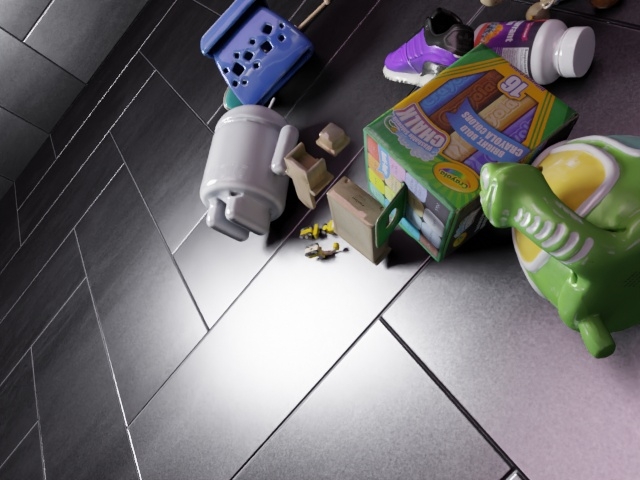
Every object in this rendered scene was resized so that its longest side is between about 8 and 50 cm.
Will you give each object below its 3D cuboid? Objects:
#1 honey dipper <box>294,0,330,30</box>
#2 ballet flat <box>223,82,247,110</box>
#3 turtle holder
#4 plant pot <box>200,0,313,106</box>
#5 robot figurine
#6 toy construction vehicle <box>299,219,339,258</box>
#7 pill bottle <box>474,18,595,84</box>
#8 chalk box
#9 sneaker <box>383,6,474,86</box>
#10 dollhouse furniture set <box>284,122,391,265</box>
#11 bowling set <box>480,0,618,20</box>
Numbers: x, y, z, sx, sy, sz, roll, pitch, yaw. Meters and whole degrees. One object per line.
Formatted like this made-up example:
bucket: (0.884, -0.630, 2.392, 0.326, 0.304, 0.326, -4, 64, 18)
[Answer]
honey dipper: (-0.035, -0.665, 1.466, 0.161, 0.030, 0.030, -40, 47, 14)
ballet flat: (-0.244, -0.486, 1.526, 0.068, 0.072, 0.213, -12, 54, 68)
turtle holder: (0.333, -0.007, 0.591, 0.321, 0.243, 0.227, -16, 48, -12)
plant pot: (-0.169, -0.503, 1.294, 0.236, 0.212, 0.236, -42, 13, 12)
robot figurine: (-0.170, -0.179, 1.182, 0.300, 0.200, 0.353, -14, 58, 36)
toy construction vehicle: (0.000, 0.000, 1.061, 0.098, 0.035, 0.085, -20, 44, 28)
pill bottle: (0.374, -0.338, 0.879, 0.194, 0.108, 0.108, 22, 82, 45)
chalk box: (0.180, -0.104, 0.716, 0.289, 0.180, 0.179, -36, 67, -10)
sneaker: (0.220, -0.379, 0.967, 0.293, 0.102, 0.146, -123, 40, -62)
dollhouse furniture set: (0.165, -0.148, 0.931, 0.303, 0.173, 0.355, 39, 76, 20)
bowling set: (0.418, -0.458, 0.890, 0.287, 0.200, 0.154, -46, 3, -33)
